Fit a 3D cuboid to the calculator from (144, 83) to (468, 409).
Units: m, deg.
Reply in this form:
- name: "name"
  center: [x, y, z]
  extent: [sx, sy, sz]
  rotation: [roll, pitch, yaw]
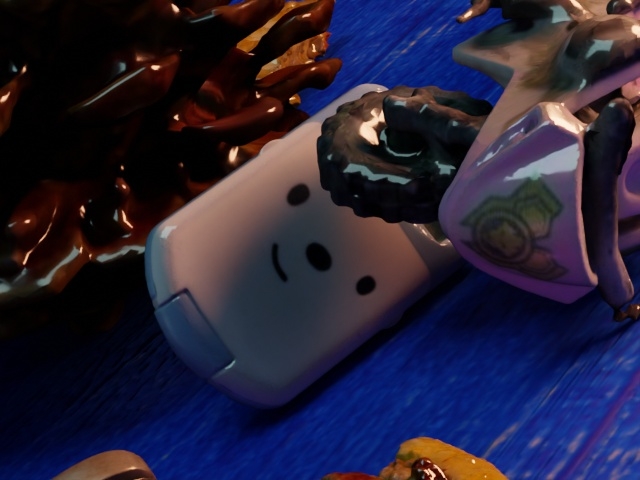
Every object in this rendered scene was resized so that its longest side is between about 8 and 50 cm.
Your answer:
- name: "calculator"
  center: [0.000, 0.000, 0.985]
  extent: [0.210, 0.121, 0.039]
  rotation: [-36, 4, -25]

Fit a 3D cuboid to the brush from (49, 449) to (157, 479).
- name: "brush"
  center: [-0.210, 0.205, 0.838]
  extent: [0.327, 0.070, 0.065]
  rotation: [-31, 40, -16]

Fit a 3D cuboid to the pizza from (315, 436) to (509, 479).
- name: "pizza"
  center: [-0.007, 0.142, 0.722]
  extent: [0.194, 0.069, 0.154]
  rotation: [-26, 22, -5]

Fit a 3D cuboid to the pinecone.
- name: "pinecone"
  center: [-0.178, -0.110, 1.120]
  extent: [0.398, 0.397, 0.398]
  rotation: [-22, 22, 9]

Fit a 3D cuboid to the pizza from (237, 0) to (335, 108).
- name: "pizza"
  center: [-0.053, -0.141, 1.450]
  extent: [0.199, 0.062, 0.188]
  rotation: [-33, 34, -33]

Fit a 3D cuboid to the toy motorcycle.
- name: "toy motorcycle"
  center: [0.168, -0.057, 0.922]
  extent: [0.327, 0.143, 0.188]
  rotation: [-15, 28, -13]
